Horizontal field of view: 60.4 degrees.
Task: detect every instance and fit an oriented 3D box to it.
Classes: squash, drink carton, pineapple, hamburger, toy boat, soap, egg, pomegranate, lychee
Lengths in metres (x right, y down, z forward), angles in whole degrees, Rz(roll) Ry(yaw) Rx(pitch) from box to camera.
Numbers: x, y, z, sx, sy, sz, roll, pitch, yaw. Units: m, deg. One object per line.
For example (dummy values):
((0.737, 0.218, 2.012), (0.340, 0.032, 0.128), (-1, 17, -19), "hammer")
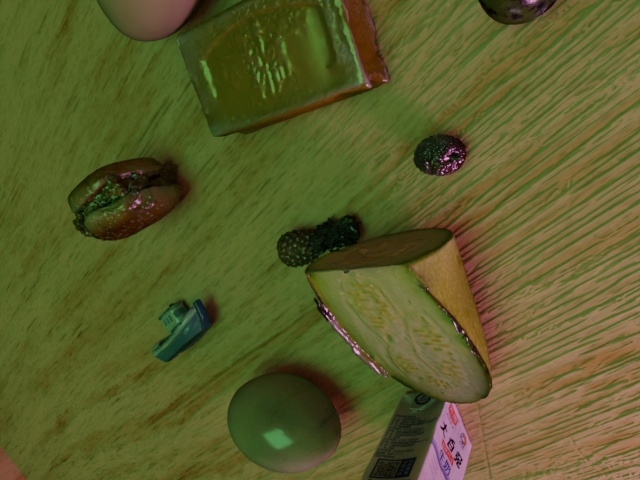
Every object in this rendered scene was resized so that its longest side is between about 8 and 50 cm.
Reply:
((0.142, 0.153, 0.870), (0.233, 0.210, 0.309), (-7, 103, 40), "squash")
((0.156, 0.387, 0.898), (0.106, 0.315, 0.131), (-15, 104, 31), "drink carton")
((0.000, 0.000, 0.974), (0.159, 0.074, 0.074), (-19, 101, 28), "pineapple")
((-0.386, -0.070, 1.091), (0.215, 0.189, 0.122), (-30, 87, 25), "hamburger")
((-0.319, 0.190, 1.233), (0.102, 0.088, 0.215), (52, 128, 5), "toy boat")
((-0.068, -0.291, 0.870), (0.315, 0.091, 0.199), (-9, 105, 33), "soap")
((-0.074, 0.363, 1.102), (0.253, 0.186, 0.187), (11, 116, 32), "egg")
((-0.269, -0.433, 0.864), (0.186, 0.186, 0.242), (37, 134, 11), "egg")
((0.232, -0.334, 0.666), (0.161, 0.122, 0.122), (56, 133, 36), "pomegranate")
((0.177, -0.124, 0.810), (0.083, 0.068, 0.067), (19, 163, 41), "lychee")
